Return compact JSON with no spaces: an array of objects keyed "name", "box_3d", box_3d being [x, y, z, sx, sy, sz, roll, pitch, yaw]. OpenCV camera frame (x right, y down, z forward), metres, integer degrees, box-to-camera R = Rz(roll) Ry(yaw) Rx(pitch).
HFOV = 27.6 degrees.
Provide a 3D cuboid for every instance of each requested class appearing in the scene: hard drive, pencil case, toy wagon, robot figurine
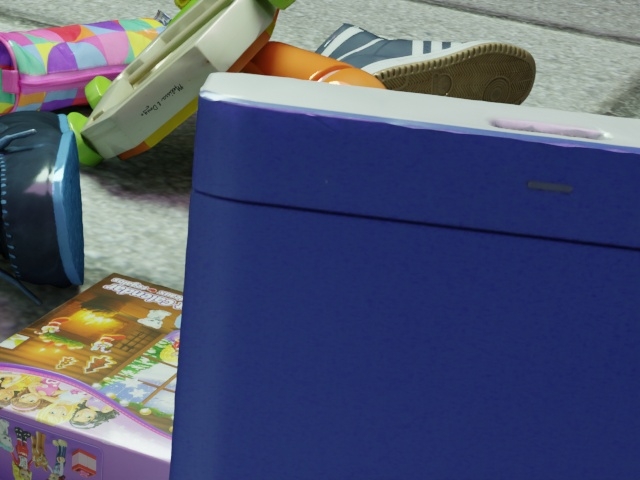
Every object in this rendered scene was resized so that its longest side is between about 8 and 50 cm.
[{"name":"hard drive","box_3d":[0.051,0.112,0.449,0.210,0.318,0.040,7,21,0]},{"name":"pencil case","box_3d":[-0.265,-0.194,1.444,0.236,0.104,0.104,-16,31,-41]},{"name":"toy wagon","box_3d":[-0.129,-0.205,1.326,0.068,0.267,0.344,48,19,-16]},{"name":"robot figurine","box_3d":[-0.017,-0.124,1.296,0.219,0.158,0.128,24,54,37]}]

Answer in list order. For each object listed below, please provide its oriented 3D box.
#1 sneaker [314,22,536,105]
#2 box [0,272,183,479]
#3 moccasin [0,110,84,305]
[{"name":"sneaker","box_3d":[0.119,-0.210,1.593,0.282,0.099,0.153,-11,29,-31]},{"name":"box","box_3d":[-0.052,0.109,0.786,0.293,0.057,0.201,14,23,18]},{"name":"moccasin","box_3d":[-0.248,-0.028,1.020,0.117,0.137,0.342,-3,9,-13]}]
